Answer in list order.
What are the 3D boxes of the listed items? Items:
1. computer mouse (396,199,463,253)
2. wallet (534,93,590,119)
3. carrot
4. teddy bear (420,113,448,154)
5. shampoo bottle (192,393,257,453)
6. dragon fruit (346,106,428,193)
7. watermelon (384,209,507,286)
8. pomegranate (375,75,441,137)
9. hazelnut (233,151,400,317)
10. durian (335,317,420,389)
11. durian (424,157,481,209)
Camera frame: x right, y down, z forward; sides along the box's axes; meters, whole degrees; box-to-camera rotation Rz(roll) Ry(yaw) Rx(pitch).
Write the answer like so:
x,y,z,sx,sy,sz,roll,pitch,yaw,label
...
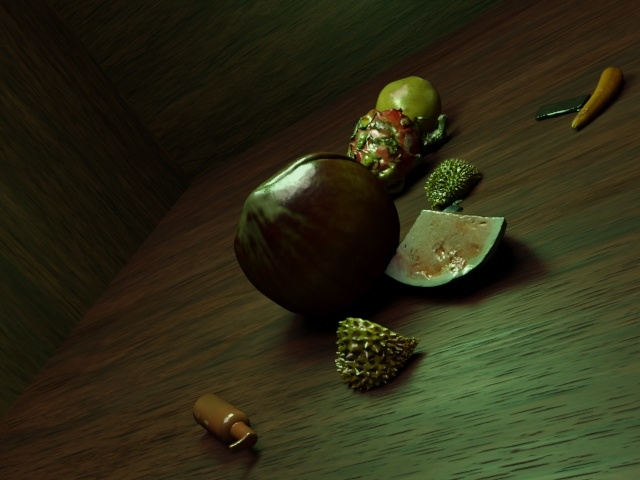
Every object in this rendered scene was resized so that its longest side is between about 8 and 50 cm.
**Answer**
x,y,z,sx,sy,sz,roll,pitch,yaw,label
0.290,-0.014,1.429,0.229,0.068,0.113,-38,-7,8,computer mouse
0.723,-0.400,1.661,0.156,0.018,0.082,-7,35,49,wallet
0.781,-0.402,1.542,0.066,0.062,0.271,25,61,27,carrot
0.413,-0.369,1.980,0.160,0.078,0.119,-51,-2,22,teddy bear
-0.216,0.423,1.280,0.085,0.085,0.244,-45,23,-23,shampoo bottle
0.217,-0.286,1.870,0.268,0.250,0.291,9,60,17,dragon fruit
0.306,0.006,1.266,0.256,0.176,0.260,-47,40,-19,watermelon
0.334,-0.498,2.104,0.264,0.264,0.264,-30,23,14,pomegranate
0.000,0.000,1.423,0.429,0.402,0.402,-43,18,22,hazelnut
0.103,0.239,1.194,0.132,0.165,0.182,-3,24,-42,durian
0.362,-0.167,1.613,0.146,0.102,0.208,3,47,49,durian
